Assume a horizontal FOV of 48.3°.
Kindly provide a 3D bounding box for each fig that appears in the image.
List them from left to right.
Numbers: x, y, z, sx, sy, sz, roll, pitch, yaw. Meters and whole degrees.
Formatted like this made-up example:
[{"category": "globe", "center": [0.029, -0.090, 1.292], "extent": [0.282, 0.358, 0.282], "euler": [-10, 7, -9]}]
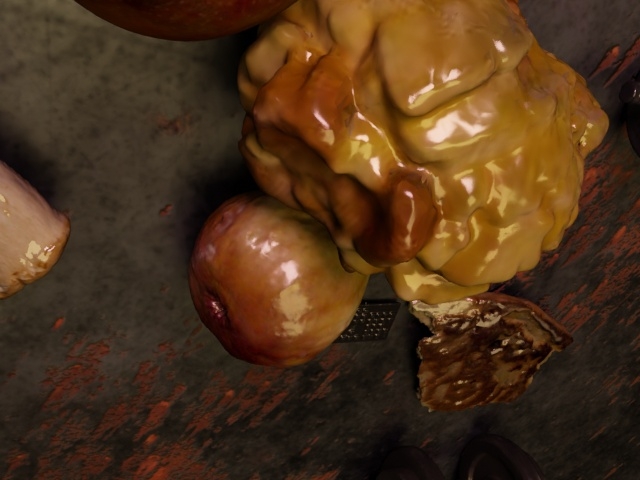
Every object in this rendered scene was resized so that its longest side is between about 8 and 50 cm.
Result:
[{"category": "fig", "center": [0.000, 0.000, 0.668], "extent": [0.257, 0.159, 0.159], "euler": [-35, 134, -22]}]

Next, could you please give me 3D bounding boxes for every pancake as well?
[{"category": "pancake", "center": [0.214, 0.126, 0.894], "extent": [0.212, 0.056, 0.257], "euler": [-17, 137, -2]}]

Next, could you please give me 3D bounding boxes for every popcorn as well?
[{"category": "popcorn", "center": [0.097, -0.090, 0.551], "extent": [0.332, 0.265, 0.225], "euler": [-16, 174, -42]}]

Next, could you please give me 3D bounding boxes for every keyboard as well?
[{"category": "keyboard", "center": [-0.005, 0.095, 0.801], "extent": [0.198, 0.010, 0.063], "euler": [0, 126, -24]}]

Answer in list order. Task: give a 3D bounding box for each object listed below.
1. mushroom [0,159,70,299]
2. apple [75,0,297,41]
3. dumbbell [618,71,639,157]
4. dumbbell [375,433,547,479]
[{"category": "mushroom", "center": [-0.305, -0.082, 0.478], "extent": [0.123, 0.095, 0.351], "euler": [-13, 138, 19]}, {"category": "apple", "center": [-0.078, -0.217, 0.406], "extent": [0.230, 0.230, 0.230], "euler": [-12, 128, -16]}, {"category": "dumbbell", "center": [0.434, -0.132, 0.740], "extent": [0.325, 0.143, 0.143], "euler": [3, 123, -26]}, {"category": "dumbbell", "center": [0.190, 0.367, 0.970], "extent": [0.290, 0.192, 0.192], "euler": [-2, 125, -22]}]
